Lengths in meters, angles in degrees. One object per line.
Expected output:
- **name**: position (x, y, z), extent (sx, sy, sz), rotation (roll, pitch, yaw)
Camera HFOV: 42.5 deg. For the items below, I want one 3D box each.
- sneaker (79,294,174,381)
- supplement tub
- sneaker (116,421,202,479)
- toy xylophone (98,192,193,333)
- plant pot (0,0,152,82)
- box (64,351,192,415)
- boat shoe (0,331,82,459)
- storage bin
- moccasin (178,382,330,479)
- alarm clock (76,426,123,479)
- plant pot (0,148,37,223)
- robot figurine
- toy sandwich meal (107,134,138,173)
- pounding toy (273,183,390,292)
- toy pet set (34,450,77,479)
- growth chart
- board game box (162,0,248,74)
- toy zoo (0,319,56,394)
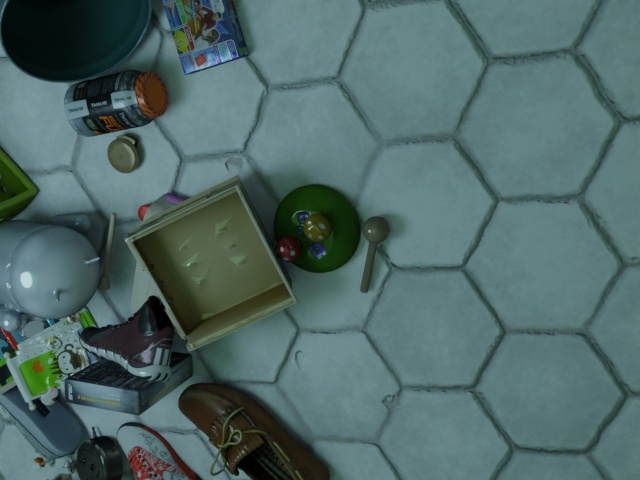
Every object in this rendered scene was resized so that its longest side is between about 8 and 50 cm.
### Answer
- **sneaker**: position (-0.399, 0.187, 1.762), extent (0.281, 0.106, 0.163), rotation (16, 90, 38)
- **supplement tub**: position (-0.418, -0.283, 1.690), extent (0.190, 0.117, 0.117), rotation (-7, 103, 24)
- **sneaker**: position (-0.396, 0.544, 1.912), extent (0.270, 0.145, 0.090), rotation (41, 116, 6)
- **toy xylophone**: position (-0.353, 0.049, 1.783), extent (0.236, 0.081, 0.323), rotation (27, 113, 12)
- **plant pot**: position (-0.502, -0.482, 1.596), extent (0.293, 0.293, 0.196), rotation (-47, 60, 26)
- **box**: position (-0.414, 0.300, 1.799), extent (0.183, 0.231, 0.056), rotation (6, 104, 19)
- **boat shoe**: position (-0.745, 0.390, 2.024), extent (0.156, 0.136, 0.367), rotation (-34, 99, 37)
- **storage bin**: position (-0.219, 0.046, 1.643), extent (0.260, 0.123, 0.262), rotation (-25, 107, 4)
- **moccasin**: position (-0.159, 0.454, 1.792), extent (0.380, 0.147, 0.139), rotation (43, 116, 5)
- **alarm clock**: position (-0.541, 0.561, 1.995), extent (0.129, 0.064, 0.192), rotation (20, 108, 39)
- **plant pot**: position (-0.823, -0.093, 1.850), extent (0.227, 0.228, 0.207), rotation (47, 122, 2)
- **robot figurine**: position (-0.616, 0.060, 1.790), extent (0.353, 0.300, 0.200), rotation (8, 152, 43)
- **toy sandwich meal**: position (-0.421, -0.186, 1.770), extent (0.085, 0.029, 0.086), rotation (7, 113, 18)
- **pounding toy**: position (0.000, 0.000, 1.616), extent (0.236, 0.110, 0.183), rotation (24, 113, 13)
- **toy pet set**: position (-0.677, 0.589, 2.079), extent (0.122, 0.065, 0.114), rotation (-5, 104, 23)
- **growth chart**: position (-0.611, 0.273, 1.922), extent (0.237, 0.021, 0.172), rotation (-34, 96, -10)
- **board game box**: position (-0.234, -0.442, 1.616), extent (0.136, 0.035, 0.201), rotation (-11, 101, 24)
- **toy zoo**: position (-0.746, 0.187, 1.934), extent (0.293, 0.192, 0.030), rotation (57, 159, -2)
